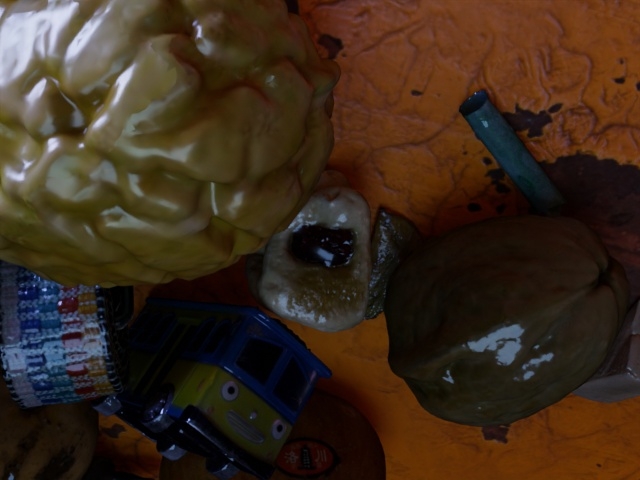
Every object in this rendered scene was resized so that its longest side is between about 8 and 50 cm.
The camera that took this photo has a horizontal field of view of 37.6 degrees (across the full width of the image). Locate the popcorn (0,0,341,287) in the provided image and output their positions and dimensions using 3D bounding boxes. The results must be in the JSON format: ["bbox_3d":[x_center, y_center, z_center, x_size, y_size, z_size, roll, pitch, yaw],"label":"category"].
[{"bbox_3d":[-0.176,-0.108,0.873,0.354,0.390,0.344,-46,135,-3],"label":"popcorn"}]

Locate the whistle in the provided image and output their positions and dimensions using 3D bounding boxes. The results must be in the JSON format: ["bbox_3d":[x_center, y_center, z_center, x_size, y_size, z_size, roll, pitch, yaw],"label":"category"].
[{"bbox_3d":[0.221,-0.089,1.056,0.039,0.039,0.186,-31,120,24],"label":"whistle"}]

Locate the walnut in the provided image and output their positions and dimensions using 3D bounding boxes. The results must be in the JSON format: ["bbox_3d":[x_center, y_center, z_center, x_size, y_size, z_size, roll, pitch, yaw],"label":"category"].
[{"bbox_3d":[0.203,0.086,1.061,0.283,0.283,0.227,-29,92,23],"label":"walnut"}]

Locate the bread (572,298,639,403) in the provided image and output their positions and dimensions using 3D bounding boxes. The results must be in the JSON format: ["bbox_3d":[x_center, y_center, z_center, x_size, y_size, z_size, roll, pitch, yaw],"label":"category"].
[{"bbox_3d":[0.400,0.151,1.239,0.077,0.105,0.152,22,158,-13],"label":"bread"}]

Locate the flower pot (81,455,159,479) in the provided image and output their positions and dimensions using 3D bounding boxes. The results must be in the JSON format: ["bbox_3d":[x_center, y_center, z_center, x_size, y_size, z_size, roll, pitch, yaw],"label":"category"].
[{"bbox_3d":[-0.388,0.444,1.376,0.282,0.299,0.299,5,128,6],"label":"flower pot"}]

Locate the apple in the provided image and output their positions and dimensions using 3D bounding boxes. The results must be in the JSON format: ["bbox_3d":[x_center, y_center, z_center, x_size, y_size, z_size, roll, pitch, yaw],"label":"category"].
[{"bbox_3d":[-0.063,0.338,1.272,0.309,0.250,0.277,1,127,0],"label":"apple"}]

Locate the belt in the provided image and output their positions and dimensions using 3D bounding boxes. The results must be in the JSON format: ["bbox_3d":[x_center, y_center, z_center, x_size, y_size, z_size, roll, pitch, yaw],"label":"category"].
[{"bbox_3d":[-0.287,0.061,1.070,0.150,0.257,0.207,-7,143,-6],"label":"belt"}]

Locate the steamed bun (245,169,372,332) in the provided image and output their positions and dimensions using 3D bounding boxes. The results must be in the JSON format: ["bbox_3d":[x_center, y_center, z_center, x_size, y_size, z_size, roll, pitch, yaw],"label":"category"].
[{"bbox_3d":[0.000,0.000,1.077,0.141,0.172,0.155,14,110,-14],"label":"steamed bun"}]

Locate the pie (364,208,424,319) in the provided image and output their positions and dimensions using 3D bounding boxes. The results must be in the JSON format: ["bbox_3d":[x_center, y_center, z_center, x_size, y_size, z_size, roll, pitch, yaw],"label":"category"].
[{"bbox_3d":[0.084,0.041,1.168,0.092,0.034,0.170,13,120,-18],"label":"pie"}]

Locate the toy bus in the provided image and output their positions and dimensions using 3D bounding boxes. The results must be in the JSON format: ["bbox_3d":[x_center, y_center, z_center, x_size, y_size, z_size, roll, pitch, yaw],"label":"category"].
[{"bbox_3d":[-0.141,0.169,1.118,0.138,0.175,0.287,44,155,-27],"label":"toy bus"}]

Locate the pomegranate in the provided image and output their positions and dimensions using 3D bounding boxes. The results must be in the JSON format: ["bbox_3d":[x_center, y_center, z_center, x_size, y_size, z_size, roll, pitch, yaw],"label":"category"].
[{"bbox_3d":[-0.419,0.228,1.196,0.281,0.281,0.281,2,128,2],"label":"pomegranate"}]
